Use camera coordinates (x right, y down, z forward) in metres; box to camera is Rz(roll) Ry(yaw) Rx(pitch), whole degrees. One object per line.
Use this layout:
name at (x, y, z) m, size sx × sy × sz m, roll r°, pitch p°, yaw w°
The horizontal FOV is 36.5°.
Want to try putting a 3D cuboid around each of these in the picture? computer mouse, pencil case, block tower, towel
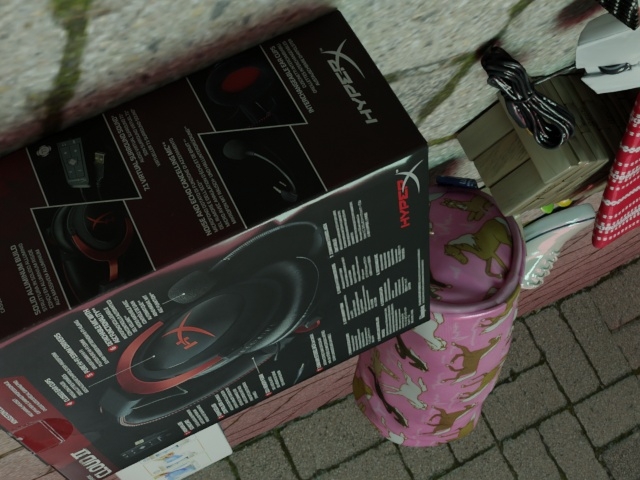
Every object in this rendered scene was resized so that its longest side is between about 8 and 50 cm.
computer mouse at (0.220, -0.134, 0.690) m, size 0.193 × 0.042 × 0.106 m, roll -26°, pitch 133°, yaw 18°
pencil case at (0.115, 0.095, 1.049) m, size 0.160 × 0.167 × 0.386 m, roll -8°, pitch 148°, yaw -3°
block tower at (0.266, -0.100, 0.927) m, size 0.335 × 0.091 × 0.097 m, roll -11°, pitch 159°, yaw -47°
towel at (0.332, -0.126, 0.822) m, size 0.199 × 0.031 × 0.275 m, roll -25°, pitch 142°, yaw -26°

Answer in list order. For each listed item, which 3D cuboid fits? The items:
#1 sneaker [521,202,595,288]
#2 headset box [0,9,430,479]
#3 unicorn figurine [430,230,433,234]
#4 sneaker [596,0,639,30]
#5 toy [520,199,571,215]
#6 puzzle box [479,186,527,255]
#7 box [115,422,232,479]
sneaker at (0.339, 0.031, 1.568) m, size 0.258 × 0.091 × 0.094 m, roll -33°, pitch 166°, yaw 26°
headset box at (-0.087, 0.025, 0.575) m, size 0.293 × 0.110 × 0.218 m, roll -26°, pitch 151°, yaw -7°
unicorn figurine at (0.000, 0.000, 0.853) m, size 0.111 × 0.060 × 0.162 m, roll -13°, pitch 171°, yaw -37°
sneaker at (0.203, -0.188, 0.574) m, size 0.075 × 0.057 × 0.161 m, roll -45°, pitch 165°, yaw 0°
toy at (0.357, -0.103, 1.171) m, size 0.237 × 0.056 × 0.137 m, roll -32°, pitch 171°, yaw 41°
puzzle box at (0.146, 0.041, 1.318) m, size 0.272 × 0.052 × 0.409 m, roll -29°, pitch 167°, yaw 7°
box at (-0.162, 0.142, 0.887) m, size 0.103 × 0.114 × 0.203 m, roll -25°, pitch 154°, yaw -9°
